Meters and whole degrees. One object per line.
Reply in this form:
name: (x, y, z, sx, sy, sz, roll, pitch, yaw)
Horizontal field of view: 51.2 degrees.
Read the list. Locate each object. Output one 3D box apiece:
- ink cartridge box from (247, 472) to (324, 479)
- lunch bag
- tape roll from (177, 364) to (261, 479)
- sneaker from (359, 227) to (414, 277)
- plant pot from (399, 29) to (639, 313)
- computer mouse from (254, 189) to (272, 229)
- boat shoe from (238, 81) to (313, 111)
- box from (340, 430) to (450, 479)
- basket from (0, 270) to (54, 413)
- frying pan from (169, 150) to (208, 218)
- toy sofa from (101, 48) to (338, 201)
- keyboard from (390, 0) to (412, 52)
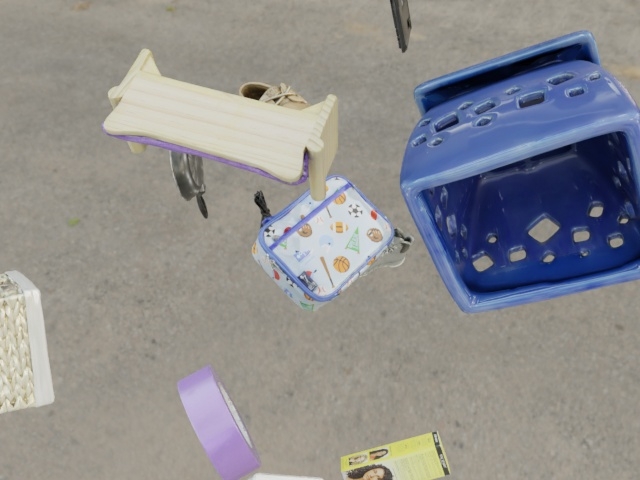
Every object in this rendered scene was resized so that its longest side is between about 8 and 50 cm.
ink cartridge box: (-0.011, 0.589, 1.213, 0.261, 0.066, 0.296, 10, 63, -15)
lunch bag: (0.000, 0.000, 1.526, 0.303, 0.115, 0.243, -39, 84, -29)
tape roll: (-0.243, 0.442, 1.615, 0.090, 0.274, 0.274, -27, 45, -8)
sneaker: (0.148, 0.018, 1.723, 0.229, 0.132, 0.086, -13, 60, -36)
plant pot: (0.233, -0.083, 0.759, 0.236, 0.236, 0.212, -15, 44, 21)
computer mouse: (-0.127, 0.015, 1.722, 0.060, 0.184, 0.261, -20, 59, -2)
boat shoe: (-0.091, -0.269, 1.417, 0.122, 0.110, 0.341, -34, 31, -17)
box: (0.168, 0.509, 1.508, 0.233, 0.087, 0.058, -19, 18, 7)
basket: (-0.426, 0.137, 0.878, 0.103, 0.167, 0.113, -13, 20, -36)
frying pan: (-0.332, -0.147, 1.742, 0.053, 0.326, 0.197, -7, 34, 6)
toy sofa: (-0.160, -0.168, 1.103, 0.363, 0.150, 0.177, 15, 63, 9)
keyboard: (0.121, -0.404, 1.068, 0.023, 0.180, 0.108, -1, 49, 18)
